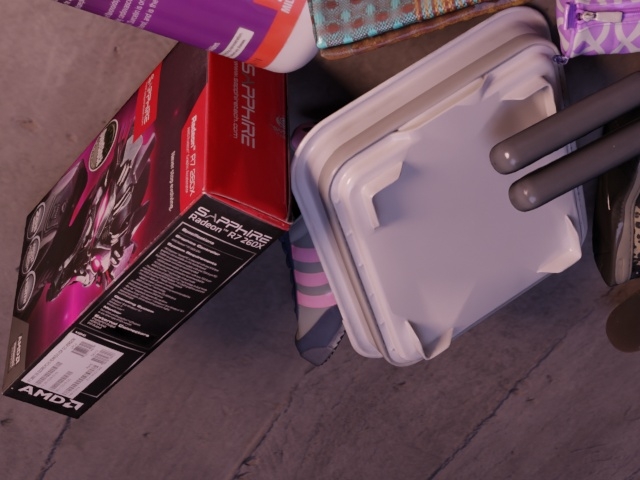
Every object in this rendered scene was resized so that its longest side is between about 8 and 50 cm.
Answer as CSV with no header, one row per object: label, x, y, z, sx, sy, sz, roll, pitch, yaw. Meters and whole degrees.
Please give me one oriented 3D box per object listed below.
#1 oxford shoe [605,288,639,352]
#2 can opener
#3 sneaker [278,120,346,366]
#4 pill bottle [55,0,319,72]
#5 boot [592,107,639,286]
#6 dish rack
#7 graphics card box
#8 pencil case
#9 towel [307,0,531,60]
oxford shoe,0.415,0.051,1.405,0.212,0.076,0.076,-37,157,31
can opener,0.281,-0.115,1.113,0.280,0.074,0.093,-27,179,-7
sneaker,0.000,0.000,1.327,0.131,0.112,0.319,20,131,1
pill bottle,-0.136,-0.254,0.965,0.323,0.181,0.181,16,137,-17
boot,0.370,-0.061,1.259,0.178,0.085,0.236,-6,130,-7
dish rack,0.135,-0.028,1.202,0.285,0.072,0.333,-32,136,-10
graphics card box,-0.168,-0.018,1.198,0.094,0.233,0.371,23,135,-29
pencil case,0.299,-0.203,1.083,0.206,0.088,0.086,-6,98,4
towel,0.095,-0.305,0.767,0.271,0.370,0.040,-15,156,17
